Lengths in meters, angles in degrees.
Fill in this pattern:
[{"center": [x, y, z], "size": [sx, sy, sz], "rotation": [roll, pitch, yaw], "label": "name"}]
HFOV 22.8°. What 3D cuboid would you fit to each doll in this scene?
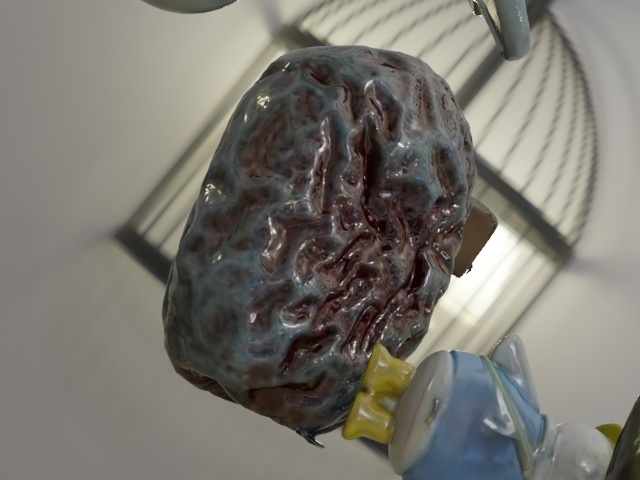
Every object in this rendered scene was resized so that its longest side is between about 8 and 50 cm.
[{"center": [0.137, 0.151, 1.146], "size": [0.241, 0.135, 0.099], "rotation": [24, -43, -13], "label": "doll"}]

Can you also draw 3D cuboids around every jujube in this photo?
[{"center": [0.000, 0.000, 1.283], "size": [0.226, 0.317, 0.226], "rotation": [19, -12, 4], "label": "jujube"}]

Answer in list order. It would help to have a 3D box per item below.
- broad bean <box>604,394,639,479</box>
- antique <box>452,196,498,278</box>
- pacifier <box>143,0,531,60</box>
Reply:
[{"center": [0.095, 0.160, 0.488], "size": [0.061, 0.339, 0.077], "rotation": [15, 8, 9], "label": "broad bean"}, {"center": [0.052, -0.068, 1.748], "size": [0.310, 0.087, 0.093], "rotation": [28, 13, -27], "label": "antique"}, {"center": [0.001, -0.188, 0.735], "size": [0.244, 0.233, 0.299], "rotation": [63, 6, -15], "label": "pacifier"}]
